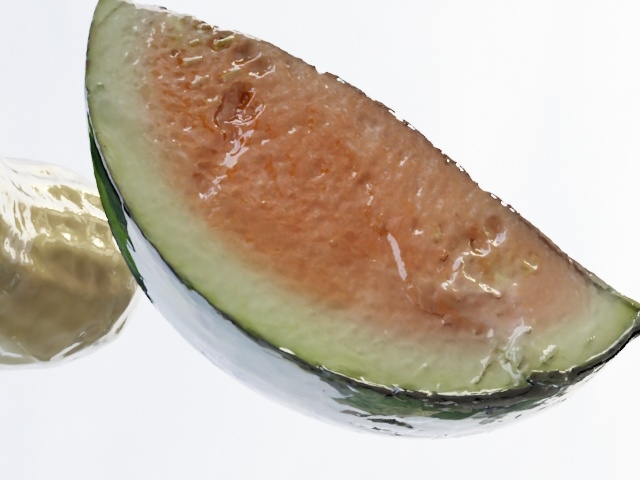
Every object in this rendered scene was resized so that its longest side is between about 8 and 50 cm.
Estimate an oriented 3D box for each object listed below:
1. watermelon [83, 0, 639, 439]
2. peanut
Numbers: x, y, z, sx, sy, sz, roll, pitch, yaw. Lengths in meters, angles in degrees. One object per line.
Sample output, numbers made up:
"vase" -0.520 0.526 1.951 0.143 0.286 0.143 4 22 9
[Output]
"watermelon" 0.001 0.000 0.507 0.119 0.245 0.063 -57 -7 -17
"peanut" -0.189 0.003 0.670 0.257 0.124 0.123 22 -88 -60
